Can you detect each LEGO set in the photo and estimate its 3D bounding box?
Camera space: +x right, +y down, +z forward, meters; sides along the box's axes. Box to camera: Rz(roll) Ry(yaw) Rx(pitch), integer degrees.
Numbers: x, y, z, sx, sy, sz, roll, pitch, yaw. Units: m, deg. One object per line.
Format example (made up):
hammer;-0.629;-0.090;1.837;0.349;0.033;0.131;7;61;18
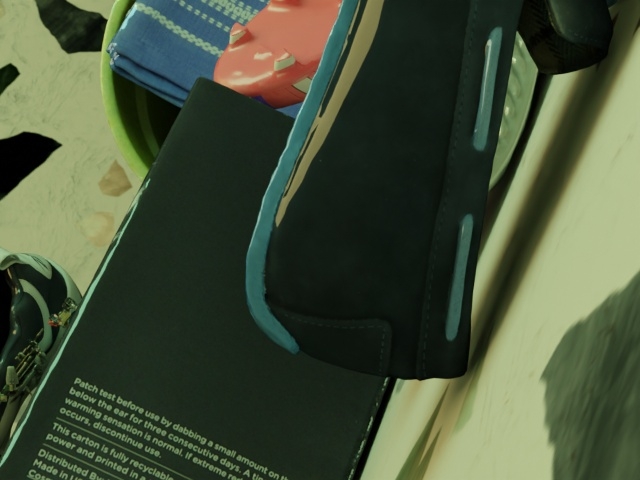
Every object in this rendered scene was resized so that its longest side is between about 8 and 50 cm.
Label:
LEGO set;-0.163;0.070;1.025;0.083;0.023;0.054;-52;0;-22

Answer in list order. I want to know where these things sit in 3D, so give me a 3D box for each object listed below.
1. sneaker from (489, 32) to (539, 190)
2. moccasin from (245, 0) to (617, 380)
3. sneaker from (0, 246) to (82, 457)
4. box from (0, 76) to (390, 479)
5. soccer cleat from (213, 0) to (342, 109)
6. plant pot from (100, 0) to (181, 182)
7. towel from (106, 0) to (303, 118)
sneaker;0.060;-0.065;0.974;0.282;0.102;0.161;-55;-5;-26
moccasin;0.076;-0.100;0.786;0.138;0.117;0.342;18;-87;-81
sneaker;-0.238;0.102;1.094;0.235;0.094;0.153;-55;-17;-10
box;-0.090;0.136;1.086;0.312;0.179;0.343;-66;3;-34
soccer cleat;0.043;-0.135;1.104;0.248;0.083;0.095;-36;-45;-23
plant pot;-0.021;-0.111;1.454;0.254;0.276;0.276;66;-132;-78
towel;0.017;-0.222;1.320;0.336;0.243;0.040;-61;-8;-6
